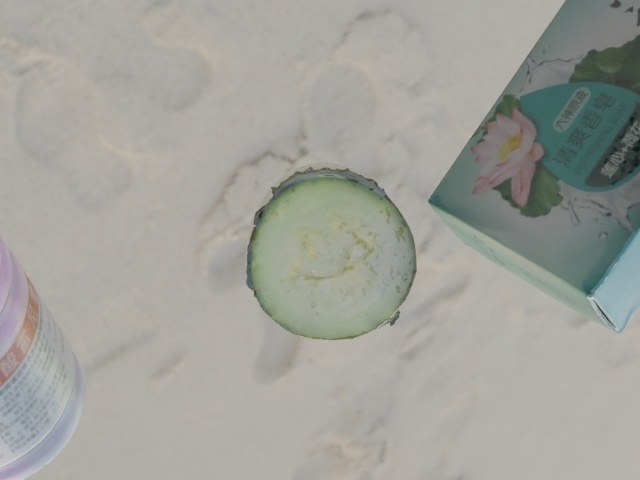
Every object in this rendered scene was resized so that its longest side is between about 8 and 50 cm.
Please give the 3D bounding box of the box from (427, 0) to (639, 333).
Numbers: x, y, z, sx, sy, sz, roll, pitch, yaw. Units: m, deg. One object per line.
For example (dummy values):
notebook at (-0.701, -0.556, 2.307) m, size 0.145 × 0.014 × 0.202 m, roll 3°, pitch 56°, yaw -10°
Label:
box at (0.214, -0.077, 1.033) m, size 0.245 × 0.153 × 0.092 m, roll -56°, pitch 147°, yaw -3°

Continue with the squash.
squash at (0.000, 0.000, 1.028) m, size 0.123 × 0.123 × 0.186 m, roll -35°, pitch -171°, yaw 1°

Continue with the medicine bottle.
medicine bottle at (-0.373, 0.090, 1.392) m, size 0.202 × 0.202 × 0.316 m, roll -30°, pitch 142°, yaw -9°
